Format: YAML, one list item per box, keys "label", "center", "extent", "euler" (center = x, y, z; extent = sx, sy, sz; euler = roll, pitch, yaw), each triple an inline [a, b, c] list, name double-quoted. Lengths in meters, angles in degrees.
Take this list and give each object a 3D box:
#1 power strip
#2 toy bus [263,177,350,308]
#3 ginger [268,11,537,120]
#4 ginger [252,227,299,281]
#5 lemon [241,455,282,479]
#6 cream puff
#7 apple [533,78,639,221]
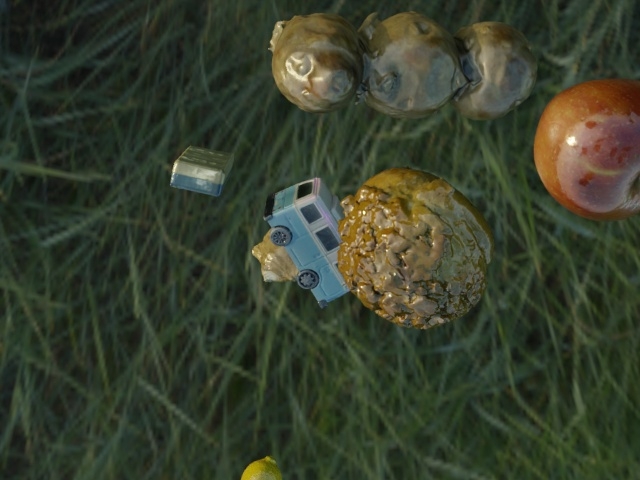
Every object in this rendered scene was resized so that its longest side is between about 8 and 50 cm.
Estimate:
- label: "power strip"
  center: [-0.129, -0.079, 1.579]
  extent: [0.056, 0.123, 0.032]
  euler: [13, 102, -1]
- label: "toy bus"
  center: [0.000, 0.000, 1.467]
  extent: [0.075, 0.060, 0.123]
  euler: [-25, 114, 15]
- label: "ginger"
  center: [0.064, -0.131, 1.091]
  extent: [0.204, 0.104, 0.080]
  euler: [0, 116, -13]
- label: "ginger"
  center: [-0.010, 0.003, 1.941]
  extent: [0.165, 0.096, 0.067]
  euler: [-32, 141, -22]
- label: "lemon"
  center: [-0.088, 0.362, 2.144]
  extent: [0.062, 0.062, 0.083]
  euler: [26, 82, -20]
- label: "cream puff"
  center: [0.074, 0.014, 1.179]
  extent: [0.126, 0.103, 0.144]
  euler: [7, 141, 34]
- label: "apple"
  center: [0.374, -0.125, 1.862]
  extent: [0.201, 0.162, 0.201]
  euler: [-27, 145, -21]
